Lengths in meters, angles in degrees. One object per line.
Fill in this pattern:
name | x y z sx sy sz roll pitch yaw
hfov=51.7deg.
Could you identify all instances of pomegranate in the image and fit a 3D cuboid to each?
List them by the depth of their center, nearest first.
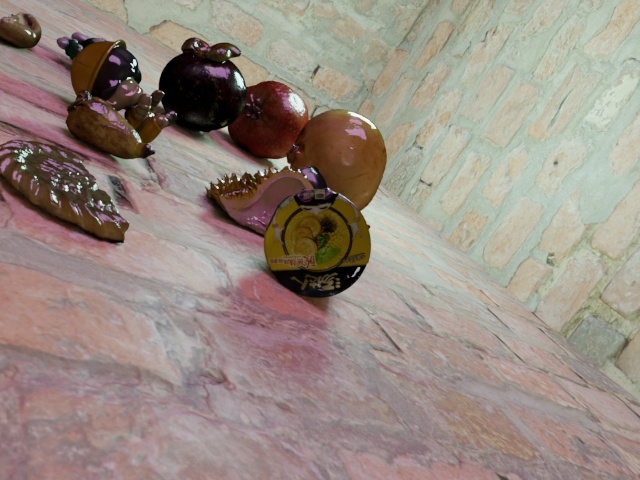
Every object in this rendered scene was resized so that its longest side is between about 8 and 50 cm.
pomegranate | 0.037 -0.240 2.043 0.338 0.338 0.338 31 13 -8

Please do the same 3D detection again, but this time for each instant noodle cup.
instant noodle cup | 0.000 0.000 1.382 0.215 0.215 0.236 34 5 1

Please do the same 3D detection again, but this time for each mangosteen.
mangosteen | -0.360 -0.478 2.037 0.288 0.288 0.288 31 13 -8

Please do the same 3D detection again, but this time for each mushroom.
mushroom | -0.787 -0.547 1.728 0.094 0.072 0.210 27 18 -19

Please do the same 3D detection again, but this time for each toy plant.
toy plant | -0.635 -0.522 1.919 0.232 0.112 0.243 35 18 -13

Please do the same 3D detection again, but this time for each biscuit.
biscuit | -0.419 -0.094 1.038 0.187 0.036 0.273 17 20 -51

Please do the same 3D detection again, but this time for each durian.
durian | -0.155 -0.095 1.565 0.305 0.185 0.196 12 1 -39

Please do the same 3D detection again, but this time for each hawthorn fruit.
hawthorn fruit | -0.164 -0.412 2.334 0.287 0.287 0.330 38 8 21

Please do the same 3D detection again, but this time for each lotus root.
lotus root | -0.435 -0.221 1.364 0.191 0.094 0.108 39 35 -13

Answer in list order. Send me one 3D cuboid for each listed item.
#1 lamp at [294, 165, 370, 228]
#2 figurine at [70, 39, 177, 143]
lamp | 0.001 -0.079 1.817 0.172 0.147 0.227 -7 48 -51
figurine | -0.473 -0.345 1.561 0.257 0.167 0.192 54 3 -16
